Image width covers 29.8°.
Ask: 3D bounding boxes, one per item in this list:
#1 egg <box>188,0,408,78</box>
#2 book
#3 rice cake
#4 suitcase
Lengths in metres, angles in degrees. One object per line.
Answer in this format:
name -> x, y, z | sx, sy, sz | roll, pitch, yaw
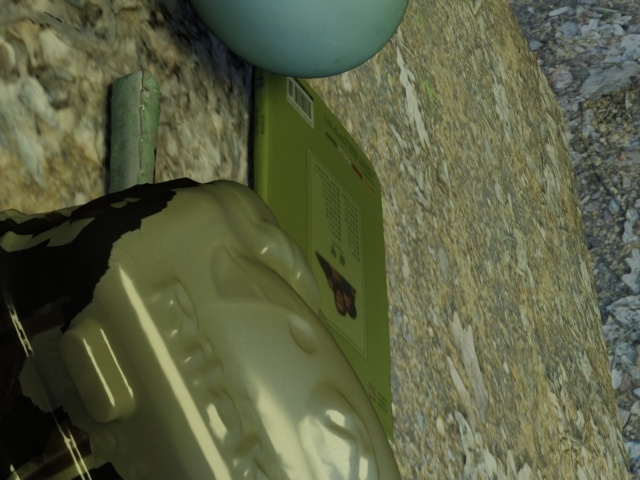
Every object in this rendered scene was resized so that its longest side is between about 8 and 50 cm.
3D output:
egg -> -0.023, -0.254, 1.090 | 0.282, 0.203, 0.203 | 31, 45, -67
book -> 0.000, 0.000, 1.182 | 0.239, 0.035, 0.352 | 48, 32, -44
rice cake -> -0.135, -0.037, 0.869 | 0.033, 0.033, 0.208 | 42, 36, -50
suitcase -> -0.053, 0.129, 0.684 | 0.352, 0.194, 0.339 | 65, 16, -1
